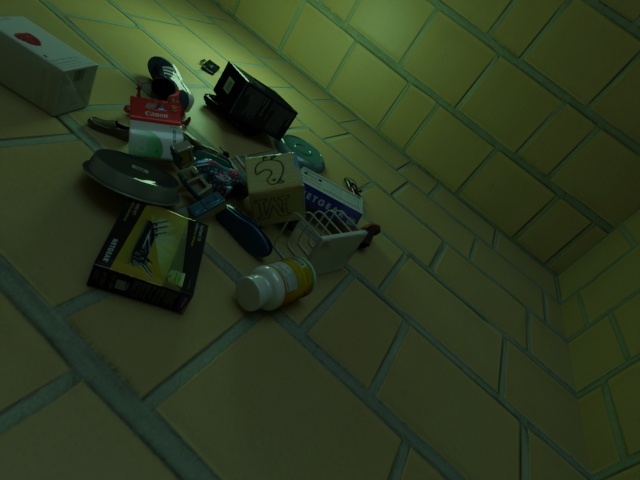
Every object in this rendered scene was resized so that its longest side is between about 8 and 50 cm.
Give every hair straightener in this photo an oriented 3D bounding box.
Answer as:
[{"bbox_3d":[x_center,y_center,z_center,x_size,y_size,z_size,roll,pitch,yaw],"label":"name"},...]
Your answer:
[{"bbox_3d":[0.182,-0.277,2.264,0.088,0.047,0.231,16,31,-31],"label":"hair straightener"}]

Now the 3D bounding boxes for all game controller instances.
[{"bbox_3d":[-0.443,-0.641,2.094,0.319,0.067,0.166,39,30,2],"label":"game controller"}]

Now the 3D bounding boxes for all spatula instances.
[{"bbox_3d":[-0.323,-0.311,1.806,0.168,0.019,0.242,-8,52,-49],"label":"spatula"}]

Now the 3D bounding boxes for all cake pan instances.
[{"bbox_3d":[-0.570,-0.200,1.276,0.293,0.054,0.293,27,14,-7],"label":"cake pan"}]

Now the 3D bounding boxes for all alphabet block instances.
[{"bbox_3d":[-0.168,-0.189,1.532,0.196,0.194,0.193,-10,53,-7],"label":"alphabet block"}]

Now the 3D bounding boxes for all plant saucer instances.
[{"bbox_3d":[-0.103,-0.486,2.253,0.317,0.044,0.318,27,31,-17],"label":"plant saucer"}]

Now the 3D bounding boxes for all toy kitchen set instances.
[{"bbox_3d":[-0.424,-0.194,1.356,0.122,0.166,0.207,-35,66,-25],"label":"toy kitchen set"}]

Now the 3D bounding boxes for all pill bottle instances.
[{"bbox_3d":[-0.135,0.135,1.260,0.136,0.136,0.245,48,32,19],"label":"pill bottle"}]

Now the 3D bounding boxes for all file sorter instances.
[{"bbox_3d":[0.000,0.000,1.538,0.277,0.193,0.173,-8,49,-51],"label":"file sorter"}]

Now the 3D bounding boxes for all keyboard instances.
[{"bbox_3d":[-0.671,-1.048,2.471,0.108,0.023,0.180,34,29,-18],"label":"keyboard"}]

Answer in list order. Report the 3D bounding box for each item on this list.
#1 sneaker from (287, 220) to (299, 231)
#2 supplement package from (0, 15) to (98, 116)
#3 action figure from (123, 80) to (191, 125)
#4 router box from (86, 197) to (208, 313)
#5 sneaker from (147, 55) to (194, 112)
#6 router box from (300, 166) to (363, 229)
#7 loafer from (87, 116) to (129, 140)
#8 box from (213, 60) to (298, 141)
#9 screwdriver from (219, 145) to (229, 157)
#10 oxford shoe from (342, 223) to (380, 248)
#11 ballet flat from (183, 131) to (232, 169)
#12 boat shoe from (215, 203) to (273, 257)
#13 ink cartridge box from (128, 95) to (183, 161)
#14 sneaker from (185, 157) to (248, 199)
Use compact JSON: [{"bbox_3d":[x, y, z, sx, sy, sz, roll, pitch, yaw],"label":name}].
[{"bbox_3d":[-0.157,-0.117,1.659,0.132,0.086,0.229,20,24,-17],"label":"sneaker"},{"bbox_3d":[-0.953,-0.590,1.388,0.292,0.175,0.178,32,31,-7],"label":"supplement package"},{"bbox_3d":[-0.660,-0.552,1.685,0.091,0.139,0.280,47,34,21],"label":"action figure"},{"bbox_3d":[-0.454,0.030,1.132,0.242,0.081,0.309,23,33,-23],"label":"router box"},{"bbox_3d":[-0.717,-0.727,1.864,0.350,0.131,0.148,49,28,20],"label":"sneaker"},{"bbox_3d":[0.029,-0.202,1.865,0.335,0.082,0.301,28,19,-3],"label":"router box"},{"bbox_3d":[-0.749,-0.410,1.472,0.147,0.050,0.056,18,35,-29],"label":"loafer"},{"bbox_3d":[-0.336,-0.708,2.099,0.312,0.179,0.343,20,24,-40],"label":"box"},{"bbox_3d":[-0.378,-0.352,1.615,0.024,0.025,0.170,33,-7,-2],"label":"screwdriver"},{"bbox_3d":[0.194,-0.010,1.869,0.271,0.096,0.099,-15,74,-46],"label":"oxford shoe"},{"bbox_3d":[-0.506,-0.354,1.604,0.342,0.116,0.124,22,13,-24],"label":"ballet flat"},{"bbox_3d":[-0.250,-0.050,1.433,0.258,0.109,0.089,47,28,13],"label":"boat shoe"},{"bbox_3d":[-0.582,-0.397,1.463,0.180,0.225,0.056,1,-1,-27],"label":"ink cartridge box"},{"bbox_3d":[-0.376,-0.222,1.544,0.261,0.104,0.125,8,42,-39],"label":"sneaker"}]
